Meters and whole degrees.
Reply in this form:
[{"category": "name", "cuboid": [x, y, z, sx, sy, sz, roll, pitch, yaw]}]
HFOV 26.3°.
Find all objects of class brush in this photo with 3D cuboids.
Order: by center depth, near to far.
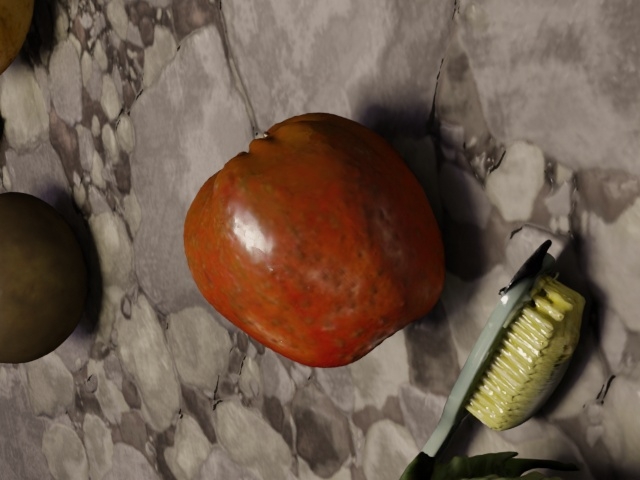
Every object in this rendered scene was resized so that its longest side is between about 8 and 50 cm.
[{"category": "brush", "cuboid": [0.116, 0.117, 0.946, 0.060, 0.068, 0.297, 37, 138, 14]}]

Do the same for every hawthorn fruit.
[{"category": "hawthorn fruit", "cuboid": [0.000, 0.000, 0.973, 0.189, 0.189, 0.189, 24, 121, 50]}]

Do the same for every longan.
[{"category": "longan", "cuboid": [-0.328, 0.041, 1.481, 0.204, 0.159, 0.185, 52, -141, -81]}]

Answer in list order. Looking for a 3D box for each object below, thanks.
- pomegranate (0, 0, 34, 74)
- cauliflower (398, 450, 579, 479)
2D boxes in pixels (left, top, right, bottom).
[{"category": "pomegranate", "cuboid": [-0.416, -0.270, 1.422, 0.260, 0.260, 0.260, 24, 121, 50]}, {"category": "cauliflower", "cuboid": [0.103, 0.270, 0.830, 0.256, 0.239, 0.315, -12, 48, 58]}]
